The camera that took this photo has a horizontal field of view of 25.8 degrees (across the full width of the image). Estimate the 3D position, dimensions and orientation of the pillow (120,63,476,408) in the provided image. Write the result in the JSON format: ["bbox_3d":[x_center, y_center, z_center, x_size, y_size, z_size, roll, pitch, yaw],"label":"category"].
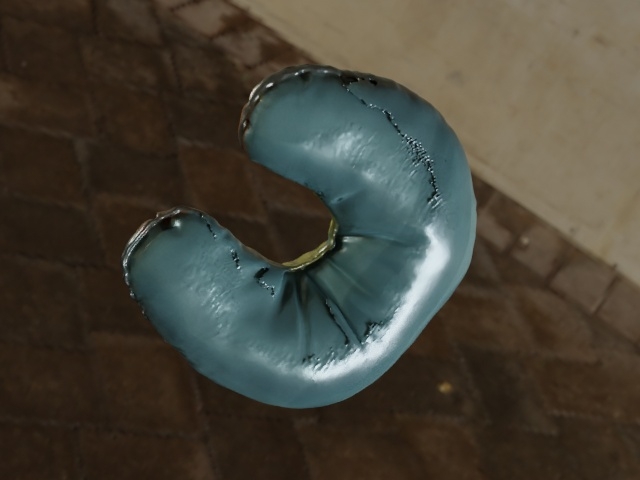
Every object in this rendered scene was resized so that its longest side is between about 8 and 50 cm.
[{"bbox_3d":[0.000,0.000,0.925,0.214,0.233,0.086,38,2,-31],"label":"pillow"}]
